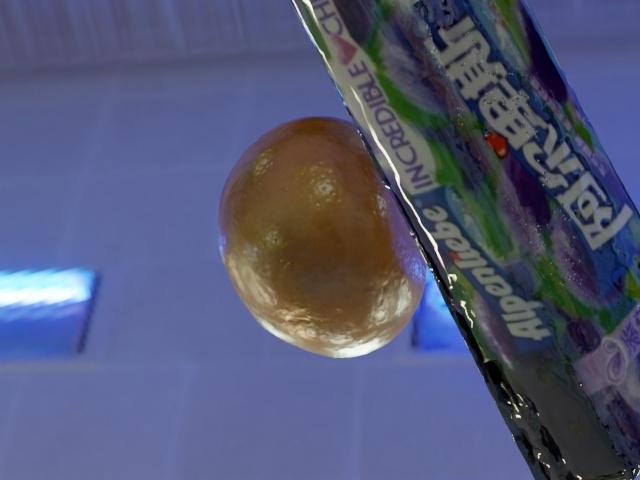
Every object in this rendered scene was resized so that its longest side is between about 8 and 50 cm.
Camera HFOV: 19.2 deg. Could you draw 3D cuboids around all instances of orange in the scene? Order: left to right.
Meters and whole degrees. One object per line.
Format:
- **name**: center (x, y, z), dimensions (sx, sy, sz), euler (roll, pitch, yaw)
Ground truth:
- **orange**: center (0.000, 0.000, 1.204), dimensions (0.124, 0.156, 0.156), euler (-14, -143, 13)

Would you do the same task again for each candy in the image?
- **candy**: center (0.062, -0.048, 0.764), dimensions (0.061, 0.312, 0.088), euler (-16, -162, 42)
